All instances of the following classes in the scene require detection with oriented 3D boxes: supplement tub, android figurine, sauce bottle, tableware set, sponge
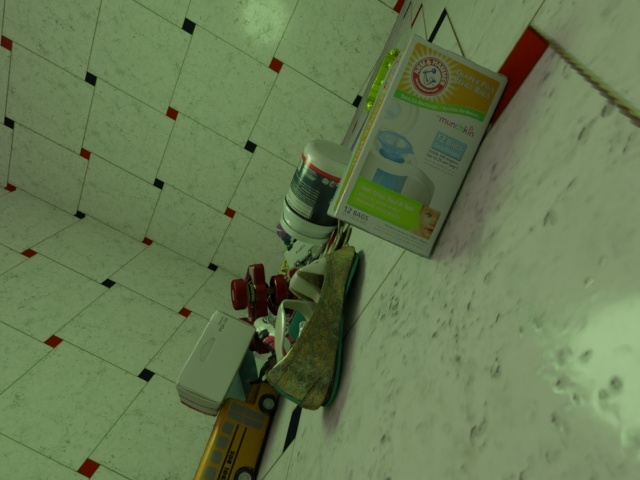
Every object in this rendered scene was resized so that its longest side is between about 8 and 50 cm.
[{"bbox_3d":[0.001,-0.143,1.225,0.191,0.191,0.272,-76,10,-59],"label":"supplement tub"},{"bbox_3d":[0.235,-0.620,1.582,0.273,0.056,0.248,-100,33,-81],"label":"android figurine"},{"bbox_3d":[-0.140,0.166,1.856,0.344,0.111,0.111,-76,10,-49],"label":"sauce bottle"},{"bbox_3d":[0.024,0.039,1.061,0.128,0.039,0.194,-75,9,-54],"label":"tableware set"},{"bbox_3d":[0.162,-0.404,1.565,0.117,0.031,0.210,-73,8,-46],"label":"sponge"}]

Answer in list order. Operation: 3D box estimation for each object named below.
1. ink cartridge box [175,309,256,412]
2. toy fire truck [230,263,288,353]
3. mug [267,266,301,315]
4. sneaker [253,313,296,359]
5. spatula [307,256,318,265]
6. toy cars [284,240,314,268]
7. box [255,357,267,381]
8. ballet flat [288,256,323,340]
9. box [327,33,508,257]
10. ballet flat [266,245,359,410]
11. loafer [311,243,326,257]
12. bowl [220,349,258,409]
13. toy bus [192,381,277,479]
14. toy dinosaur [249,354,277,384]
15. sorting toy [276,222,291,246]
[{"bbox_3d":[-0.278,0.337,1.088,0.283,0.117,0.207,119,176,-58],"label":"ink cartridge box"},{"bbox_3d":[-0.221,0.234,1.389,0.254,0.169,0.302,162,103,-67],"label":"toy fire truck"},{"bbox_3d":[-0.096,0.195,1.434,0.150,0.113,0.169,54,130,30],"label":"mug"},{"bbox_3d":[-0.102,0.253,1.110,0.112,0.120,0.299,-36,7,-14],"label":"sneaker"},{"bbox_3d":[0.000,0.000,1.469,0.084,0.030,0.296,35,112,45],"label":"spatula"},{"bbox_3d":[-0.032,-0.067,1.569,0.176,0.087,0.393,19,102,41],"label":"toy cars"},{"bbox_3d":[-0.264,0.584,1.583,0.324,0.067,0.063,-85,18,-70],"label":"box"},{"bbox_3d":[-0.007,0.124,0.909,0.221,0.077,0.079,-67,-14,15],"label":"ballet flat"},{"bbox_3d":[0.099,-0.100,0.463,0.103,0.114,0.203,-121,55,-83],"label":"box"},{"bbox_3d":[-0.009,0.109,0.690,0.348,0.123,0.123,-74,8,-51],"label":"ballet flat"},{"bbox_3d":[0.008,0.008,1.416,0.045,0.039,0.125,47,123,48],"label":"loafer"},{"bbox_3d":[-0.327,0.453,1.410,0.311,0.163,0.311,167,90,-88],"label":"bowl"},{"bbox_3d":[-0.208,0.504,0.979,0.332,0.130,0.108,-73,8,-46],"label":"toy bus"},{"bbox_3d":[-0.165,0.417,1.311,0.118,0.064,0.268,-53,-5,-38],"label":"toy dinosaur"},{"bbox_3d":[-0.052,-0.098,1.761,0.365,0.127,0.126,-46,-34,-34],"label":"sorting toy"}]
